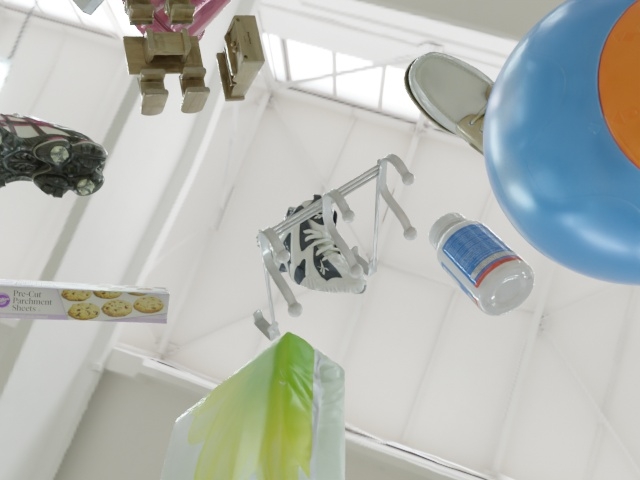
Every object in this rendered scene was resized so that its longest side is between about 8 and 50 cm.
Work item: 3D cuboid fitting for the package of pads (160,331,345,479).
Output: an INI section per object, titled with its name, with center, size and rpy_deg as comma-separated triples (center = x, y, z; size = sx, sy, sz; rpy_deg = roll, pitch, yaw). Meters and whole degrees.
[package of pads]
center = -0.080, 0.271, 0.639
size = 0.101, 0.229, 0.296
rpy_deg = 34, -146, -24

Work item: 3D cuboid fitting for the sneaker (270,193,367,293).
[sneaker]
center = 0.000, 0.000, 1.100
size = 0.094, 0.235, 0.153
rpy_deg = 7, -83, -32

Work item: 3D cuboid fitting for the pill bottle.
[pill bottle]
center = 0.306, 0.036, 1.263
size = 0.124, 0.124, 0.221
rpy_deg = -29, -140, -5

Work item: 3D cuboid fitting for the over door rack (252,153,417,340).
[over door rack]
center = 0.022, 0.035, 0.989
size = 0.239, 0.324, 0.108
rpy_deg = -31, -112, -21

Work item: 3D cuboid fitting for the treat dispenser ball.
[treat dispenser ball]
center = 0.302, -0.101, 0.610
size = 0.288, 0.288, 0.288
rpy_deg = -1, -105, 3

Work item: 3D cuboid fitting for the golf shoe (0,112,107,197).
[golf shoe]
center = -0.434, -0.127, 0.874
size = 0.120, 0.273, 0.105
rpy_deg = 46, -64, 47

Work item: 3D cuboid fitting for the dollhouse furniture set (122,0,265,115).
[dollhouse furniture set]
center = -0.251, -0.345, 1.232
size = 0.242, 0.161, 0.212
rpy_deg = -8, -101, -23

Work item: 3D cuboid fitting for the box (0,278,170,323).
[box]
center = -0.456, 0.118, 1.236
size = 0.324, 0.063, 0.067
rpy_deg = 6, -83, -20

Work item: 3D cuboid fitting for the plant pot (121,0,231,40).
[plant pot]
center = -0.280, -0.517, 1.331
size = 0.180, 0.201, 0.201
rpy_deg = -19, -108, 31

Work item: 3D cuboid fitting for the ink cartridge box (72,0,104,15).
[ink cartridge box]
center = -0.498, -0.641, 1.368
size = 0.224, 0.045, 0.223
rpy_deg = -42, -92, 13

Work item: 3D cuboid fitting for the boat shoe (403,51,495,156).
[boat shoe]
center = 0.264, -0.187, 0.985
size = 0.302, 0.103, 0.113
rpy_deg = 35, -87, -6
